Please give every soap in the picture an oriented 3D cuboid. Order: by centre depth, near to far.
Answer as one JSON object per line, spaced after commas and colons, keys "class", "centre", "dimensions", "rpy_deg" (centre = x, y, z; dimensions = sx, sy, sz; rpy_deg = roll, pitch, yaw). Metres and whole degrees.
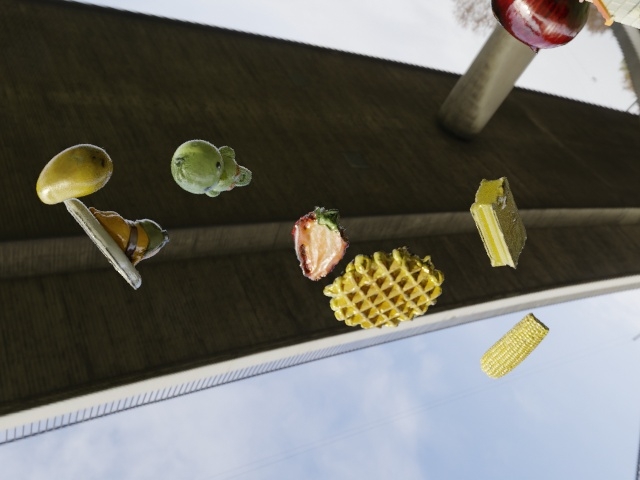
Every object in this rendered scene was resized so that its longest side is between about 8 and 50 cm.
{"class": "soap", "centre": [0.489, -0.047, 1.413], "dimensions": [0.135, 0.076, 0.233], "rpy_deg": [-57, -49, -33]}

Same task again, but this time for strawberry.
{"class": "strawberry", "centre": [0.001, -0.003, 1.292], "dimensions": [0.085, 0.140, 0.192], "rpy_deg": [-78, -31, -61]}

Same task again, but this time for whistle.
{"class": "whistle", "centre": [-0.262, -0.174, 1.344], "dimensions": [0.294, 0.141, 0.141], "rpy_deg": [10, -140, -51]}

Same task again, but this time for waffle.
{"class": "waffle", "centre": [0.179, 0.137, 1.370], "dimensions": [0.329, 0.329, 0.062], "rpy_deg": [13, -141, -21]}

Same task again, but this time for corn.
{"class": "corn", "centre": [0.590, 0.326, 1.587], "dimensions": [0.093, 0.244, 0.093], "rpy_deg": [26, -150, -16]}

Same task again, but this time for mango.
{"class": "mango", "centre": [-0.504, -0.133, 1.060], "dimensions": [0.161, 0.076, 0.103], "rpy_deg": [-32, -99, -4]}

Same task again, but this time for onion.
{"class": "onion", "centre": [0.572, -0.636, 1.313], "dimensions": [0.273, 0.285, 0.273], "rpy_deg": [6, -118, -12]}

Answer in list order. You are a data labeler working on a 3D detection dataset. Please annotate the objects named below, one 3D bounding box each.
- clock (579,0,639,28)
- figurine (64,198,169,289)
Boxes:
{"class": "clock", "centre": [0.686, -0.514, 1.055], "dimensions": [0.255, 0.106, 0.220], "rpy_deg": [22, 178, 6]}
{"class": "figurine", "centre": [-0.438, -0.026, 1.173], "dimensions": [0.141, 0.250, 0.167], "rpy_deg": [-40, -141, -20]}
